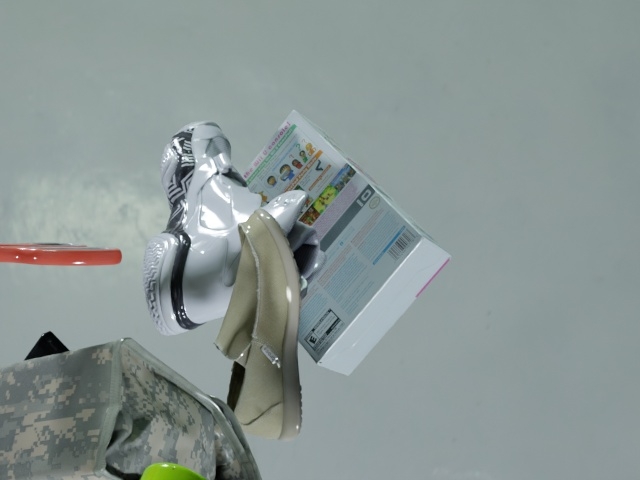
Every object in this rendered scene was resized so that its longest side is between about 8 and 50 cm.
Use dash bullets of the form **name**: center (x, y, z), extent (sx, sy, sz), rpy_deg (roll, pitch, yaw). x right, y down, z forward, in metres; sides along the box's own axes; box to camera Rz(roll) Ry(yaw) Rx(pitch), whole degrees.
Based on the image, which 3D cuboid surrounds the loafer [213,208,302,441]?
- **loafer**: center (-0.074, 0.100, 1.554), extent (0.092, 0.102, 0.268), rpy_deg (-6, 97, -14)

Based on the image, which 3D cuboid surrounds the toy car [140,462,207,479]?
- **toy car**: center (-0.084, 0.266, 0.927), extent (0.149, 0.188, 0.155), rpy_deg (17, 57, 5)

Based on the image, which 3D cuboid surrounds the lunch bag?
- **lunch bag**: center (-0.221, 0.236, 1.450), extent (0.235, 0.287, 0.168), rpy_deg (-13, 55, 27)

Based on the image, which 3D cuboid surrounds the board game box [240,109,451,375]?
- **board game box**: center (0.000, 0.000, 1.906), extent (0.224, 0.097, 0.303), rpy_deg (-49, 57, 10)

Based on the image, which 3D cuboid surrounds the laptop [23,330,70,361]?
- **laptop**: center (-0.386, 0.275, 1.724), extent (0.264, 0.234, 0.136), rpy_deg (-25, 38, 14)

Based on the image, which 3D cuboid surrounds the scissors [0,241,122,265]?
- **scissors**: center (-0.338, 0.010, 1.327), extent (0.297, 0.109, 0.021), rpy_deg (2, 95, -35)

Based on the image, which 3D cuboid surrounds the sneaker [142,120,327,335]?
- **sneaker**: center (-0.100, -0.030, 1.802), extent (0.210, 0.137, 0.365), rpy_deg (-7, 41, 11)
